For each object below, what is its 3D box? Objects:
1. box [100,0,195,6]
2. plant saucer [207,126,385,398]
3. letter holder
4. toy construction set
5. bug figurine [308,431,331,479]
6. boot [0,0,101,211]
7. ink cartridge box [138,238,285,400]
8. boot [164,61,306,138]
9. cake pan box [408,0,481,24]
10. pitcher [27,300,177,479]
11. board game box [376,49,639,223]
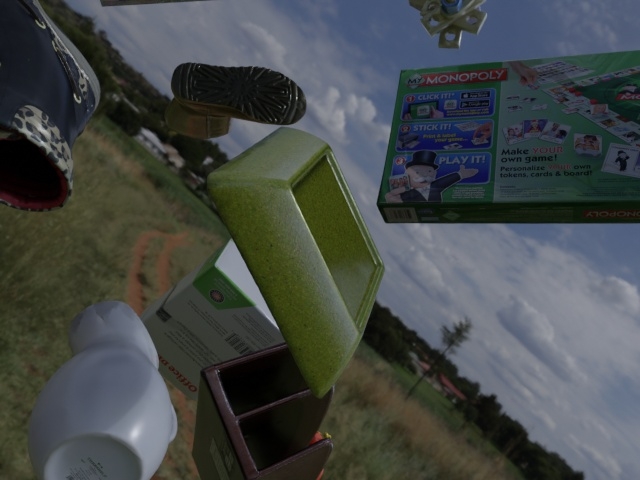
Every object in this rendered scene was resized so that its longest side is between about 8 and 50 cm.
[{"bbox_3d":[-0.301,-0.551,1.188,0.201,0.293,0.057,113,-32,-72],"label":"box"},{"bbox_3d":[0.000,0.000,0.508,0.188,0.045,0.188,64,22,-14],"label":"plant saucer"},{"bbox_3d":[-0.054,0.282,0.877,0.152,0.214,0.302,59,-29,29],"label":"letter holder"},{"bbox_3d":[0.225,-0.421,0.858,0.328,0.151,0.215,79,4,-79],"label":"toy construction set"},{"bbox_3d":[-0.020,0.479,1.163,0.279,0.072,0.217,98,-9,-61],"label":"bug figurine"},{"bbox_3d":[-0.263,-0.145,0.460,0.236,0.085,0.179,53,14,-41],"label":"boot"},{"bbox_3d":[-0.210,0.160,1.183,0.198,0.272,0.115,47,26,-15],"label":"ink cartridge box"},{"bbox_3d":[-0.164,-0.240,1.112,0.236,0.089,0.269,13,-6,-12],"label":"boot"},{"bbox_3d":[0.232,-0.582,1.253,0.246,0.070,0.267,64,-1,-37],"label":"cake pan box"},{"bbox_3d":[-0.198,0.178,0.614,0.178,0.125,0.207,58,1,-24],"label":"pitcher"},{"bbox_3d":[0.238,-0.120,0.706,0.317,0.214,0.046,1,-31,21],"label":"board game box"}]
